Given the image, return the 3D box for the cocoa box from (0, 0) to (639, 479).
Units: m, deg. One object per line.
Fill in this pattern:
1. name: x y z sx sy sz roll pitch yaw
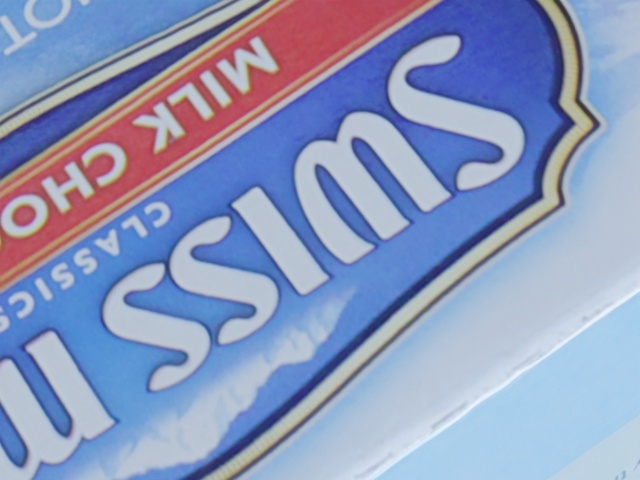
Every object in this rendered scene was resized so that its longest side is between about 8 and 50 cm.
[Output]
1. cocoa box: 0.000 0.000 0.457 0.347 0.231 0.228 -34 -121 -6
